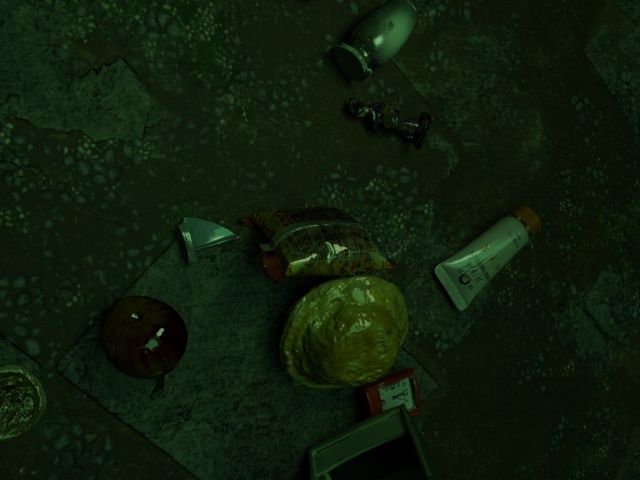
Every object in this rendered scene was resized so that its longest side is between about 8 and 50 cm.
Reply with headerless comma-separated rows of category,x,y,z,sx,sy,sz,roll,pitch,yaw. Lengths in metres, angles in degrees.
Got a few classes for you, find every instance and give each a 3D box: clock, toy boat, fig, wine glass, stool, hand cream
clock,0.162,0.373,1.443,0.155,0.061,0.113,-13,98,-30
toy boat,-0.232,-0.011,1.259,0.122,0.034,0.096,-20,99,-34
fig,-0.315,0.195,1.150,0.202,0.149,0.148,46,56,-32
wine glass,0.128,-0.458,1.388,0.204,0.111,0.111,-45,109,-18
stool,0.122,0.514,1.268,0.243,0.270,0.170,-27,105,4
hand cream,0.426,0.029,1.566,0.314,0.089,0.140,-41,106,-12

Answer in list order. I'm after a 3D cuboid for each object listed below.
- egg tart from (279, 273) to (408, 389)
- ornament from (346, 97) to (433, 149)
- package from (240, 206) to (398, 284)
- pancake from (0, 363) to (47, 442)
egg tart,0.066,0.218,1.304,0.318,0.128,0.319,-11,121,-19
ornament,0.152,-0.277,1.430,0.203,0.088,0.081,9,110,-15
package,-0.004,-0.003,1.277,0.288,0.223,0.109,1,119,-29
pancake,-0.562,0.292,1.092,0.139,0.022,0.140,0,91,-28
